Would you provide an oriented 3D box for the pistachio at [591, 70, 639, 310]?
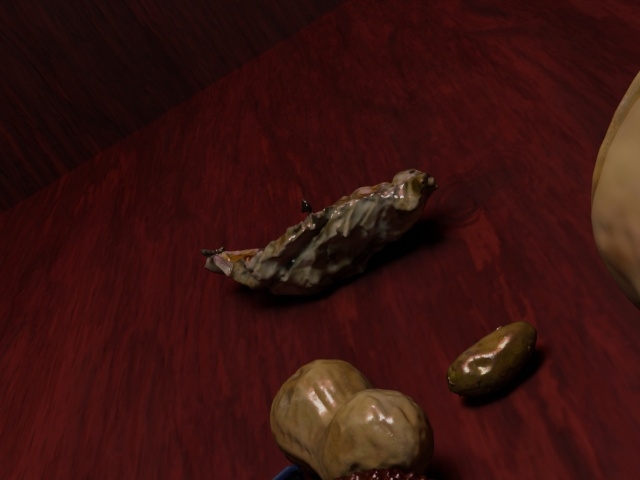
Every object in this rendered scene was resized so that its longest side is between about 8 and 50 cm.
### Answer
[{"bbox_3d":[0.332,-0.061,0.753,0.321,0.238,0.229,-56,12,34],"label":"pistachio"}]

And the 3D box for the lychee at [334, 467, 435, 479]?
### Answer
[{"bbox_3d":[0.044,0.215,0.723,0.129,0.123,0.123,10,33,7],"label":"lychee"}]

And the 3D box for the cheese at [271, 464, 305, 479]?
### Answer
[{"bbox_3d":[-0.099,0.265,0.757,0.074,0.189,0.286,14,32,37],"label":"cheese"}]

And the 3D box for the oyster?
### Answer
[{"bbox_3d":[-0.001,0.003,1.284,0.201,0.107,0.354,-24,0,-35],"label":"oyster"}]

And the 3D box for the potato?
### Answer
[{"bbox_3d":[0.148,0.104,0.911,0.092,0.045,0.046,-32,58,-4],"label":"potato"}]

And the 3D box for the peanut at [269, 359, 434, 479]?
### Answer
[{"bbox_3d":[0.024,0.159,0.888,0.098,0.103,0.229,-52,23,-11],"label":"peanut"}]
